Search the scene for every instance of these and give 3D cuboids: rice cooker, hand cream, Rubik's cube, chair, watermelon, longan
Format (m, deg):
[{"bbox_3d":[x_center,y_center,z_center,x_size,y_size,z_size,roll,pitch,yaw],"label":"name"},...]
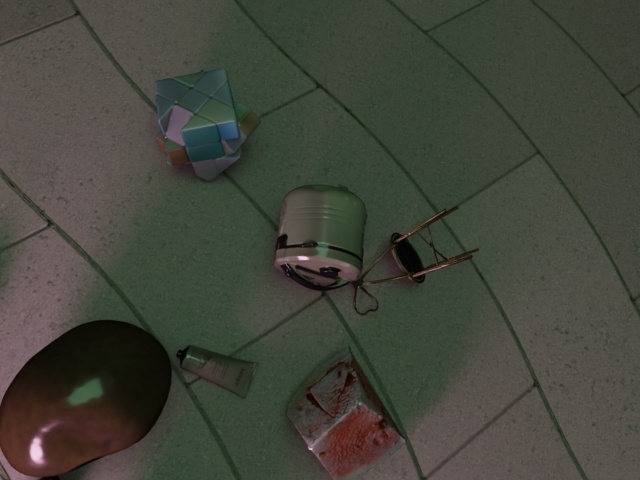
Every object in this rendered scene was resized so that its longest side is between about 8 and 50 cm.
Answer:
[{"bbox_3d":[0.000,0.000,1.381,0.226,0.226,0.244,8,69,-9],"label":"rice cooker"},{"bbox_3d":[-0.244,0.294,1.330,0.186,0.054,0.087,23,74,-11],"label":"hand cream"},{"bbox_3d":[-0.281,-0.286,1.427,0.266,0.213,0.224,-11,61,-4],"label":"Rubik's cube"},{"bbox_3d":[0.220,0.045,1.462,0.326,0.170,0.159,-31,84,25],"label":"chair"},{"bbox_3d":[0.068,0.404,1.279,0.213,0.201,0.261,-36,87,-11],"label":"watermelon"},{"bbox_3d":[-0.472,0.313,1.155,0.350,0.288,0.288,-32,82,-14],"label":"longan"}]

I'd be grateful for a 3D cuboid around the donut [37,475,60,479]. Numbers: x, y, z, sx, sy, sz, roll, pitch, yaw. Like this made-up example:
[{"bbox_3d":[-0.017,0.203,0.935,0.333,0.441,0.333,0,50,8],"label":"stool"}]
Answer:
[{"bbox_3d":[-0.558,0.571,1.095,0.096,0.216,0.230,38,48,-19],"label":"donut"}]
